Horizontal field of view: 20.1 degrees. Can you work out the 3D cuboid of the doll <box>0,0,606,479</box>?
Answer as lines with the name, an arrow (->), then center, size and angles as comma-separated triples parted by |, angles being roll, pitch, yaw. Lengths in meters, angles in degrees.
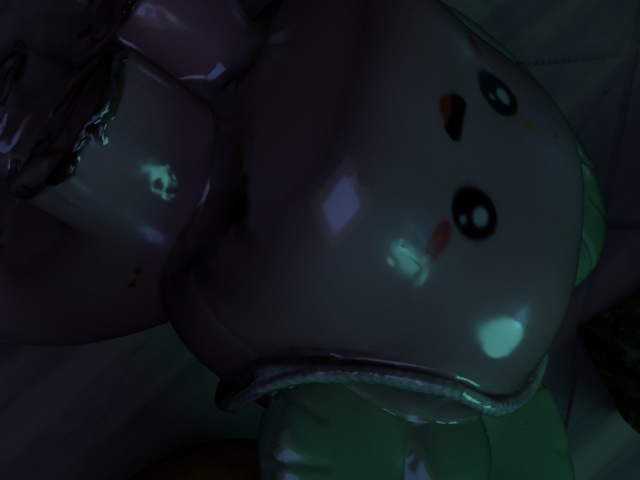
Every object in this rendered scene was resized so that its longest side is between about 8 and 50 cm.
doll -> 0.000, 0.000, 0.737 | 0.268, 0.216, 0.284 | 33, 51, -24

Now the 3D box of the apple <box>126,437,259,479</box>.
apple -> -0.038, 0.153, 0.769 | 0.146, 0.146, 0.147 | -2, 97, -13

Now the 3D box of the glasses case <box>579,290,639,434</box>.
glasses case -> 0.261, 0.007, 0.844 | 0.272, 0.095, 0.062 | -31, 107, -7
